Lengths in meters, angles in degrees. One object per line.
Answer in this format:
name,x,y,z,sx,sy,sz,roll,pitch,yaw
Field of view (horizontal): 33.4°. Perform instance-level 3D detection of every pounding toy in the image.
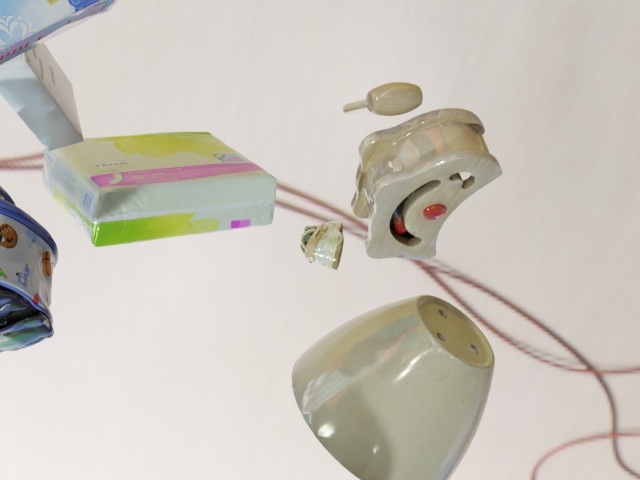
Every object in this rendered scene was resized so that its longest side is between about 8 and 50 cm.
pounding toy,0.117,-0.106,1.290,0.154,0.154,0.269,-10,148,-11

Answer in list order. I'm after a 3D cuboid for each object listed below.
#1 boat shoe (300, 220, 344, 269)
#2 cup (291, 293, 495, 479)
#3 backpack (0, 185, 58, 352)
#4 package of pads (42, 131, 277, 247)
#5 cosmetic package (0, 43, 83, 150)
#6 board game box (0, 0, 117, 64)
boat shoe,0.000,0.000,1.224,0.045,0.135,0.050,13,96,-4
cup,0.153,0.230,1.780,0.331,0.331,0.237,32,116,-17
backpack,-0.433,0.033,1.209,0.264,0.213,0.276,1,161,11
package of pads,-0.249,-0.087,1.623,0.297,0.229,0.101,-7,116,-33
cosmetic package,-0.383,-0.214,1.420,0.061,0.098,0.239,-14,161,0
board game box,-0.378,-0.271,0.879,0.318,0.318,0.066,57,151,-7
